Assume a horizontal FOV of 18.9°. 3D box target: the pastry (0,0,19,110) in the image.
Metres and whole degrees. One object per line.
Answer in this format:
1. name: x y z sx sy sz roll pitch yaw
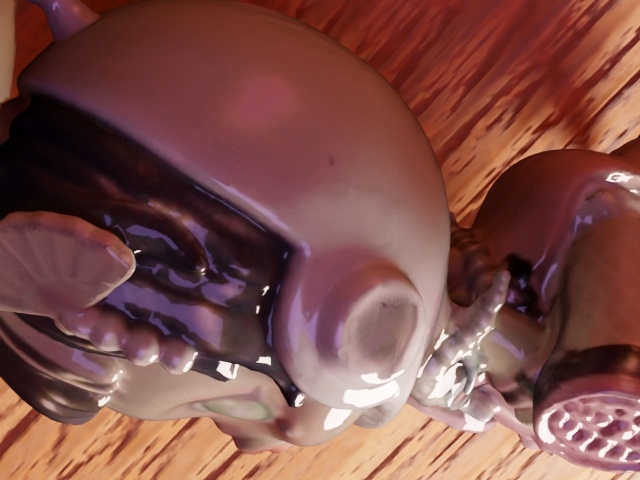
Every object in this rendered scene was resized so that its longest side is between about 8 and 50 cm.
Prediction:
1. pastry: -0.235 -0.077 0.858 0.133 0.265 0.265 20 116 -35

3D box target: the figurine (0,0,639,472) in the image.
1. figurine: -0.004 0.002 0.951 0.361 0.253 0.211 11 74 -20
